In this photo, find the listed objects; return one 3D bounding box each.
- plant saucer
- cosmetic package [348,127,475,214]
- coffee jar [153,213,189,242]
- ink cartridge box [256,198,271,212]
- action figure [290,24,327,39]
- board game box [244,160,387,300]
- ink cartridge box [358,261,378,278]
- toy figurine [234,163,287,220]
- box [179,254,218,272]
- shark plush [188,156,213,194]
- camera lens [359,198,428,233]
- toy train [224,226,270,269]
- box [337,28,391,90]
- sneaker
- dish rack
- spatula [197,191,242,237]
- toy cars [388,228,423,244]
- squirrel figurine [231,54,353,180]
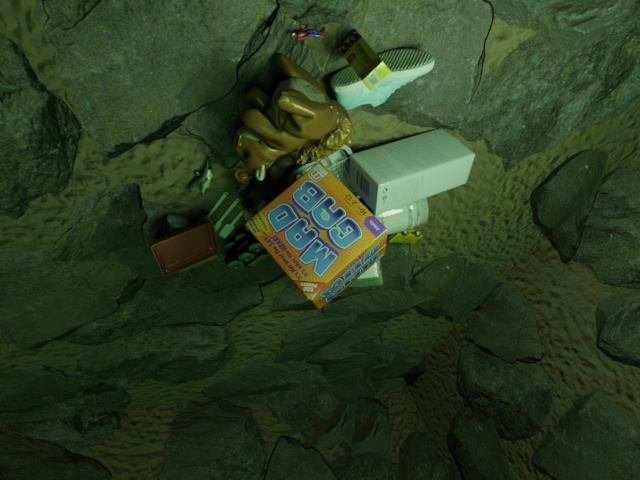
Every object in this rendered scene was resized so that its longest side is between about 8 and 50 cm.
[{"bbox_3d":[-0.571,0.026,1.734,0.259,0.047,0.259,-25,153,-21],"label":"plant saucer"},{"bbox_3d":[0.368,-0.293,1.684,0.454,0.230,0.161,-19,139,-16],"label":"cosmetic package"},{"bbox_3d":[-0.633,-0.023,1.724,0.096,0.079,0.184,9,132,-42],"label":"coffee jar"},{"bbox_3d":[-0.185,-0.105,1.810,0.180,0.104,0.060,22,122,-41],"label":"ink cartridge box"},{"bbox_3d":[-0.038,-0.657,1.297,0.115,0.038,0.030,-13,162,-12],"label":"action figure"},{"bbox_3d":[0.000,0.000,1.556,0.357,0.356,0.356,-41,164,-5],"label":"board game box"},{"bbox_3d":[0.157,0.140,2.036,0.280,0.160,0.384,-6,167,10],"label":"ink cartridge box"},{"bbox_3d":[-0.228,-0.186,1.614,0.210,0.212,0.148,-8,152,-10],"label":"toy figurine"},{"bbox_3d":[-0.599,0.064,1.885,0.202,0.021,0.164,-22,141,2],"label":"box"},{"bbox_3d":[-0.456,-0.246,1.572,0.067,0.073,0.161,28,131,-7],"label":"shark plush"},{"bbox_3d":[0.331,-0.141,1.903,0.275,0.219,0.219,-13,140,-10],"label":"camera lens"},{"bbox_3d":[-0.297,0.035,1.870,0.190,0.142,0.334,11,145,-42],"label":"toy train"},{"bbox_3d":[0.135,-0.579,1.307,0.087,0.232,0.058,-38,140,21],"label":"box"},{"bbox_3d":[0.220,-0.565,1.459,0.367,0.135,0.150,-13,148,4],"label":"sneaker"},{"bbox_3d":[0.036,-0.260,1.756,0.286,0.072,0.333,-30,140,9],"label":"dish rack"},{"bbox_3d":[-0.419,-0.106,1.772,0.168,0.019,0.242,22,125,-39],"label":"spatula"},{"bbox_3d":[0.344,-0.005,2.176,0.394,0.087,0.176,-18,152,3],"label":"toy cars"},{"bbox_3d":[-0.104,-0.363,1.431,0.397,0.280,0.370,19,133,-35],"label":"squirrel figurine"}]
